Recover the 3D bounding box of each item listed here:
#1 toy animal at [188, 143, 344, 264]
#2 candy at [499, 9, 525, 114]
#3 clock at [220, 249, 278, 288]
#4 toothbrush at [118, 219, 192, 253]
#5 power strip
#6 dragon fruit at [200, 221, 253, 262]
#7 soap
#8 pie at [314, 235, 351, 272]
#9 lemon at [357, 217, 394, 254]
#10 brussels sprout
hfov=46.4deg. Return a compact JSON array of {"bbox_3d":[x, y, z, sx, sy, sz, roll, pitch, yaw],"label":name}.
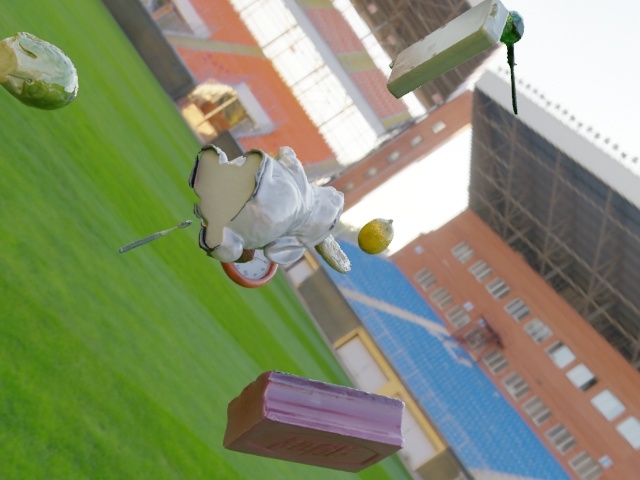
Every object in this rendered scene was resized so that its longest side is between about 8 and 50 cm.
[{"bbox_3d":[-0.093,-0.055,1.500,0.194,0.257,0.357,22,-4,35],"label":"toy animal"},{"bbox_3d":[0.588,-0.542,2.299,0.097,0.097,0.323,-128,-155,-64],"label":"candy"},{"bbox_3d":[-0.209,0.039,2.176,0.051,0.205,0.205,-20,-72,47],"label":"clock"},{"bbox_3d":[-0.414,-0.009,1.862,0.016,0.220,0.019,70,20,1],"label":"toothbrush"},{"bbox_3d":[0.230,-0.355,1.393,0.046,0.270,0.118,42,49,-24],"label":"power strip"},{"bbox_3d":[-0.230,-0.026,1.927,0.189,0.163,0.261,46,-19,8],"label":"dragon fruit"},{"bbox_3d":[-0.013,0.422,1.720,0.360,0.233,0.128,17,52,-23],"label":"soap"},{"bbox_3d":[0.003,-0.002,1.750,0.218,0.052,0.185,52,0,-28],"label":"pie"},{"bbox_3d":[0.141,-0.013,1.860,0.082,0.110,0.082,40,10,-9],"label":"lemon"},{"bbox_3d":[-0.580,-0.344,1.534,0.161,0.144,0.181,64,16,-1],"label":"brussels sprout"}]
